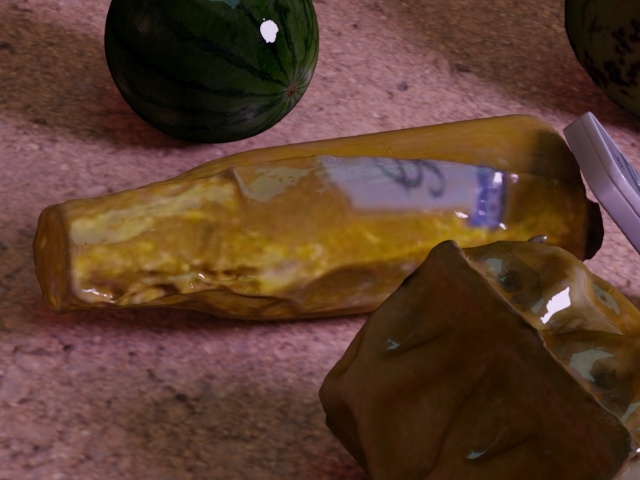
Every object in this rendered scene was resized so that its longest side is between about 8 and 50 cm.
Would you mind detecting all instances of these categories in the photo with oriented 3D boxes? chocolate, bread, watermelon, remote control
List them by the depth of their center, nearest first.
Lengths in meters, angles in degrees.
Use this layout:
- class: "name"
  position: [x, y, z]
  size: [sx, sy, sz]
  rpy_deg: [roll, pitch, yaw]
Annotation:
- class: "bread"
  position: [0.147, 0.132, 1.319]
  size: [0.239, 0.196, 0.252]
  rpy_deg: [-11, 37, -37]
- class: "chocolate"
  position: [0.000, 0.000, 1.521]
  size: [0.445, 0.162, 0.162]
  rpy_deg: [-8, 38, -28]
- class: "remote control"
  position: [0.277, 0.005, 1.579]
  size: [0.250, 0.034, 0.103]
  rpy_deg: [48, 16, -31]
- class: "watermelon"
  position: [-0.105, -0.183, 1.716]
  size: [0.215, 0.188, 0.188]
  rpy_deg: [33, 36, 26]

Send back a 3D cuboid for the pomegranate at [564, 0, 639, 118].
- class: "pomegranate"
  position: [0.401, -0.189, 1.910]
  size: [0.285, 0.285, 0.340]
  rpy_deg: [-6, 68, -30]
